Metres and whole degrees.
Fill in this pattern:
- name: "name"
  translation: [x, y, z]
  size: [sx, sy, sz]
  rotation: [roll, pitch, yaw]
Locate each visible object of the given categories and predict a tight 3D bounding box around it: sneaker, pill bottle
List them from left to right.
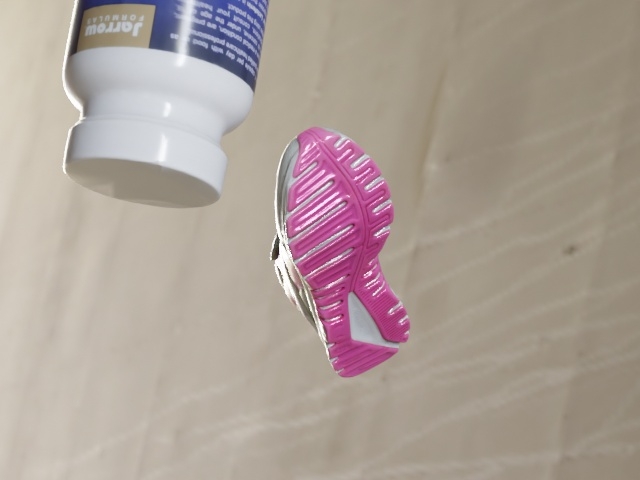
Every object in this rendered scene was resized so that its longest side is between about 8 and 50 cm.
- name: "pill bottle"
  translation: [-0.119, -0.168, 1.468]
  size: [0.153, 0.153, 0.265]
  rotation: [-24, -125, 62]
- name: "sneaker"
  translation: [0.000, 0.000, 1.617]
  size: [0.111, 0.103, 0.252]
  rotation: [46, -26, 45]
